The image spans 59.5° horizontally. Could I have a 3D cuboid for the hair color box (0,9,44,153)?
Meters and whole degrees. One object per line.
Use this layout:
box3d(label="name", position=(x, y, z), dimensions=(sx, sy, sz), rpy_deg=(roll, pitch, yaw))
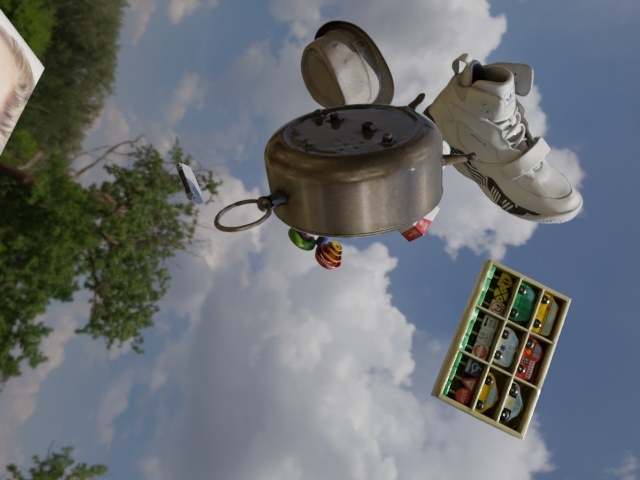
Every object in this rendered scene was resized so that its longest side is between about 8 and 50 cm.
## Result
box3d(label="hair color box", position=(-0.414, -0.215, 0.510), dimensions=(0.347, 0.105, 0.174), rpy_deg=(82, 20, -67))

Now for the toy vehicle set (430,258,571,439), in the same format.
box3d(label="toy vehicle set", position=(0.322, 0.188, 0.995), dimensions=(0.035, 0.165, 0.267), rpy_deg=(115, 1, -76))

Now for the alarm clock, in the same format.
box3d(label="alarm clock", position=(0.009, -0.050, 0.402), dimensions=(0.129, 0.192, 0.064), rpy_deg=(30, -39, 45))

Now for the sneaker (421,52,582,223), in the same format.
box3d(label="sneaker", position=(0.361, -0.193, 1.060), dimensions=(0.365, 0.137, 0.210), rpy_deg=(40, -27, 14))

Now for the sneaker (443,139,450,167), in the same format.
box3d(label="sneaker", position=(0.136, -0.099, 0.980), dimensions=(0.228, 0.087, 0.092), rpy_deg=(-35, -159, -1))

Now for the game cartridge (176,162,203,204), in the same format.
box3d(label="game cartridge", position=(-0.265, -0.114, 1.140), dimensions=(0.017, 0.056, 0.083), rpy_deg=(-25, -102, 11))

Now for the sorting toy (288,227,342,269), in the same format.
box3d(label="sorting toy", position=(0.000, 0.000, 0.903), dimensions=(0.042, 0.102, 0.061), rpy_deg=(-51, 177, 31))

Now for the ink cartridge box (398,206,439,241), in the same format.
box3d(label="ink cartridge box", position=(0.198, -0.081, 1.309), dimensions=(0.099, 0.135, 0.056), rpy_deg=(-54, -167, -33))

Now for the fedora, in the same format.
box3d(label="fedora", position=(0.047, -0.415, 1.425), dimensions=(0.276, 0.124, 0.243), rpy_deg=(58, -32, -3))
